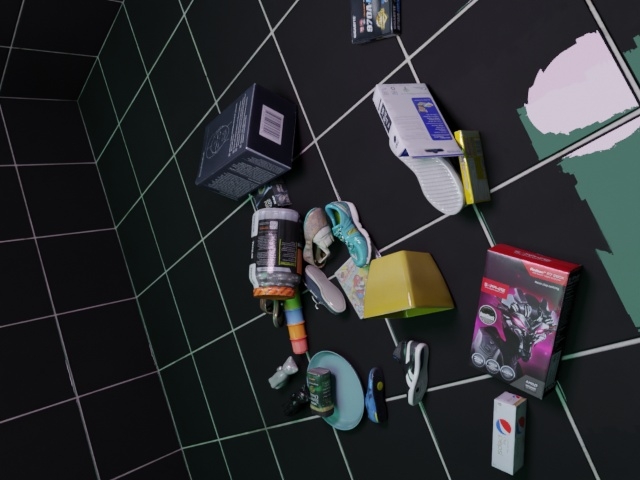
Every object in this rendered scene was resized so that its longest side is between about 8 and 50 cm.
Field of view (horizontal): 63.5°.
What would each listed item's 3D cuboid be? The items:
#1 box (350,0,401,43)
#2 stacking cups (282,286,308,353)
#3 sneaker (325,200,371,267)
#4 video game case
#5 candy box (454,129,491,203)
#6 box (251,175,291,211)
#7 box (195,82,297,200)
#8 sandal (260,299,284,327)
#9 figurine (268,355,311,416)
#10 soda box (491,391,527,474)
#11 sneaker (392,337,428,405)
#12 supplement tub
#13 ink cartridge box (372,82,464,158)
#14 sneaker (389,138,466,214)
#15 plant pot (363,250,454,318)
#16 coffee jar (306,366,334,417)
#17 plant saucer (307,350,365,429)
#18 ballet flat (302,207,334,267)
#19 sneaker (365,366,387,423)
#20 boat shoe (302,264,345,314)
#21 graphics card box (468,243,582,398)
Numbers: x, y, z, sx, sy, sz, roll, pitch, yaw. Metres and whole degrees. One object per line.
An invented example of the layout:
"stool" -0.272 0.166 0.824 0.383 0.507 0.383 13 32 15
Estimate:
"box" 0.177 -0.765 1.675 0.175 0.051 0.220 7 103 46
"stacking cups" -0.103 0.312 2.163 0.096 0.096 0.317 -10 94 47
"sneaker" 0.094 -0.020 1.844 0.107 0.109 0.275 -49 54 41
"video game case" 0.165 0.145 1.884 0.227 0.026 0.206 -48 63 41
"candy box" 0.434 -0.209 1.471 0.027 0.105 0.206 -9 90 48
"box" -0.216 -0.205 2.182 0.147 0.077 0.180 -27 78 45
"box" -0.299 -0.378 2.068 0.395 0.211 0.294 -21 57 46
"sandal" -0.215 0.262 2.189 0.303 0.086 0.120 -117 12 -52
"figurine" -0.121 0.618 2.210 0.215 0.092 0.209 61 143 20
"soda box" 0.553 0.563 1.517 0.069 0.073 0.216 8 104 46
"sneaker" 0.301 0.441 1.768 0.121 0.079 0.217 14 99 48
"supplement tub" -0.174 0.056 2.035 0.207 0.207 0.338 -14 69 47
"ink cartridge box" 0.275 -0.332 1.494 0.065 0.165 0.333 102 160 -49
"sneaker" 0.347 -0.220 1.545 0.321 0.127 0.126 58 136 20
"plant pot" 0.271 0.141 1.656 0.212 0.212 0.187 -22 68 47
"coffee jar" 0.001 0.602 2.046 0.096 0.079 0.185 -1 97 47
"plant saucer" 0.066 0.592 2.063 0.317 0.043 0.318 10 105 45
"ballet flat" 0.000 0.000 1.931 0.106 0.107 0.316 45 156 23
"sneaker" 0.192 0.568 1.907 0.082 0.069 0.210 1 99 50
"boat shoe" 0.006 0.203 2.013 0.254 0.095 0.079 47 126 32
"graphics card box" 0.556 0.218 1.434 0.232 0.094 0.371 20 113 43
